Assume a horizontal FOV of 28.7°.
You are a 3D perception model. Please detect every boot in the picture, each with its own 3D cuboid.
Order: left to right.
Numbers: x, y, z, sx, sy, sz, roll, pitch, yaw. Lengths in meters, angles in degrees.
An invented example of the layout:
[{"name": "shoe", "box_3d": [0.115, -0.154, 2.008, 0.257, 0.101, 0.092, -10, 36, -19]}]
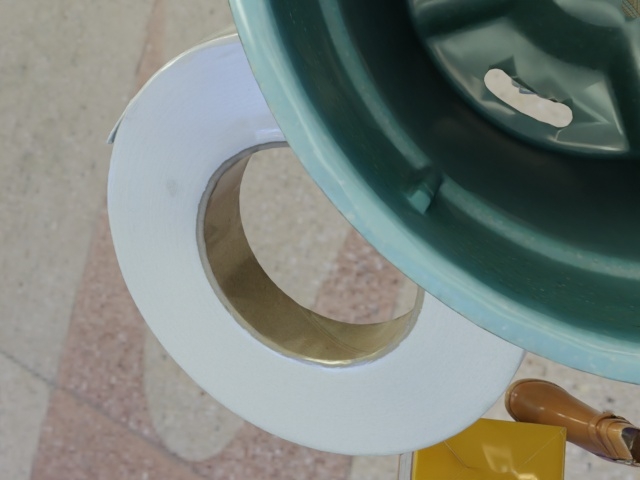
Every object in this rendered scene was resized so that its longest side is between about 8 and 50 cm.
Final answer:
[{"name": "boot", "box_3d": [0.354, 0.243, 1.659, 0.073, 0.197, 0.152, -68, 18, -5]}]

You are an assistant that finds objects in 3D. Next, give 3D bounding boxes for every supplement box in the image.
[{"name": "supplement box", "box_3d": [0.205, 0.309, 1.649, 0.194, 0.191, 0.129, 107, 169, -76]}]

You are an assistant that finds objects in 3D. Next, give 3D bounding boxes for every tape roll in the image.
[{"name": "tape roll", "box_3d": [0.000, 0.000, 1.044, 0.392, 0.072, 0.392, 13, 121, 22]}]

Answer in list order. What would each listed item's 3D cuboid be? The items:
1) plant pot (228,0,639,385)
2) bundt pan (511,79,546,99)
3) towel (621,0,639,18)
[{"name": "plant pot", "box_3d": [0.149, -0.144, 0.543, 0.334, 0.341, 0.341, -60, -6, -79]}, {"name": "bundt pan", "box_3d": [0.393, -0.260, 1.515, 0.331, 0.330, 0.124, 16, 119, 49]}, {"name": "towel", "box_3d": [0.316, -0.279, 1.255, 0.040, 0.271, 0.370, -16, 49, 37]}]
